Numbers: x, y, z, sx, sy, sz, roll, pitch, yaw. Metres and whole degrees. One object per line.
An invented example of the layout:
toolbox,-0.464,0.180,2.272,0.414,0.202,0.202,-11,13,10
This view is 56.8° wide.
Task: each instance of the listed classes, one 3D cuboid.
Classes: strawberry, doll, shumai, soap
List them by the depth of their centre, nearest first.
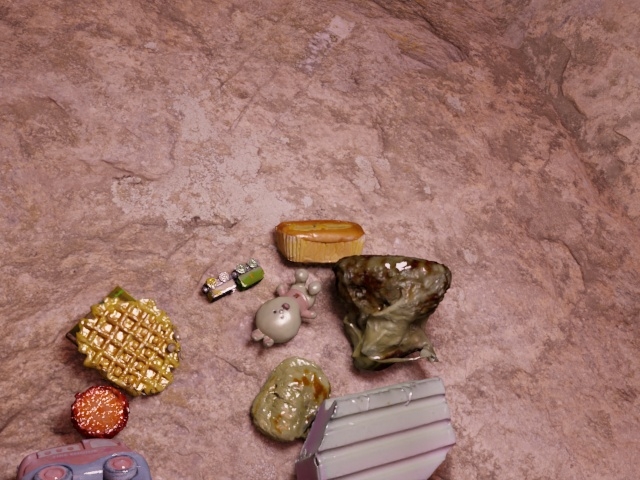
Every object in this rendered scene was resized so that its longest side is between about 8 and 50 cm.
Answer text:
strawberry,-0.550,0.432,1.475,0.145,0.086,0.145,10,59,-18
soap,0.151,0.541,1.611,0.446,0.156,0.261,-5,79,-29
doll,-0.101,0.217,1.771,0.155,0.113,0.275,34,61,11
shumai,0.192,0.220,1.776,0.395,0.395,0.348,10,84,-16

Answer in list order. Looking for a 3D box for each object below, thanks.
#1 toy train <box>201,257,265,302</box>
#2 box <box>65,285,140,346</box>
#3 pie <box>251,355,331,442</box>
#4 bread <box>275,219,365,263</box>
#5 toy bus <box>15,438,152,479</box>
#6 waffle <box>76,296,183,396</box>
toy train,-0.261,0.124,1.786,0.202,0.060,0.081,-26,79,-30
box,-0.578,0.229,1.618,0.121,0.030,0.193,38,54,3
pie,-0.068,0.448,1.654,0.201,0.090,0.248,36,58,-2
bread,0.000,0.000,1.911,0.288,0.152,0.119,1,105,-21
toy bus,-0.541,0.552,1.329,0.294,0.232,0.197,1,103,-31
waffle,-0.506,0.280,1.574,0.262,0.060,0.280,-7,73,-31
